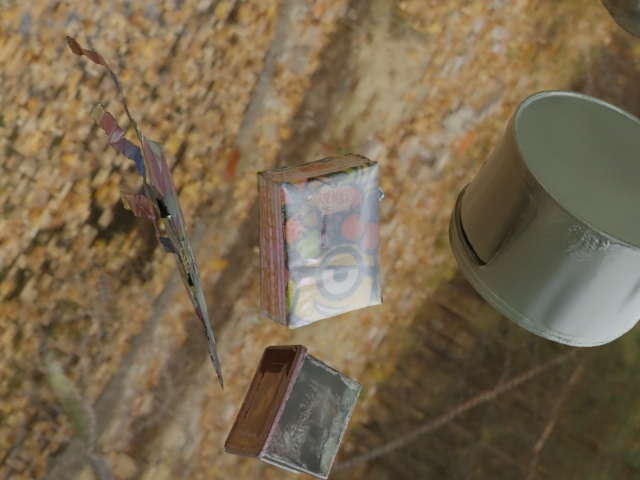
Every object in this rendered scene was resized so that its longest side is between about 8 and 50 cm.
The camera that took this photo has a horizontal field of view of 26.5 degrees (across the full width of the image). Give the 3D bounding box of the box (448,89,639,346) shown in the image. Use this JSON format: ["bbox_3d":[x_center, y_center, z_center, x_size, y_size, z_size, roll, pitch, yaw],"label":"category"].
[{"bbox_3d":[0.259,-0.022,1.374,0.226,0.226,0.149,-43,167,-50],"label":"box"}]

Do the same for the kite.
[{"bbox_3d":[-0.111,-0.015,0.972,0.022,0.204,0.360,-17,164,0],"label":"kite"}]

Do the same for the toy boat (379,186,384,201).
[{"bbox_3d":[0.014,-0.028,1.596,0.137,0.060,0.060,-35,129,-12],"label":"toy boat"}]

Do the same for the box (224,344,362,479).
[{"bbox_3d":[-0.018,0.124,0.965,0.060,0.063,0.084,-8,-124,60],"label":"box"}]

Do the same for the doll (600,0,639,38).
[{"bbox_3d":[0.302,-0.148,0.750,0.235,0.330,0.174,-36,143,-13],"label":"doll"}]

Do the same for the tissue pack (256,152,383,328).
[{"bbox_3d":[0.000,0.000,1.271,0.109,0.060,0.148,-14,114,-32],"label":"tissue pack"}]
